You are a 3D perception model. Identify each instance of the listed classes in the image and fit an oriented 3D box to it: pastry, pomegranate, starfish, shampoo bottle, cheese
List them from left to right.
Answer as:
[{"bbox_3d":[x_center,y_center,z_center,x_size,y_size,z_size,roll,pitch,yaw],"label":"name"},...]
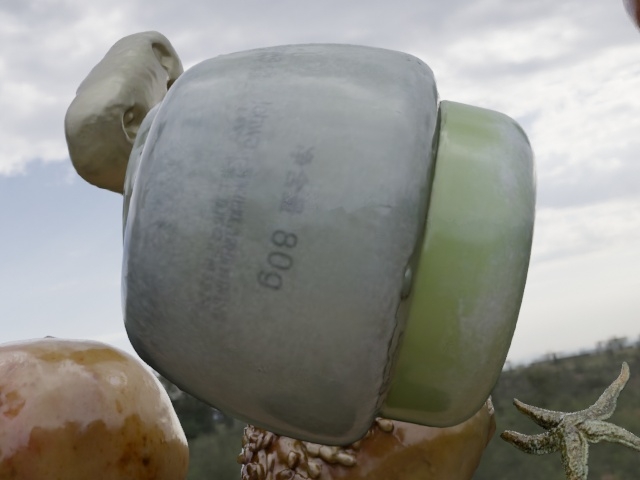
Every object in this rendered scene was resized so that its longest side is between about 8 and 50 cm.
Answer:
[{"bbox_3d":[-0.395,0.313,1.500,0.411,0.412,0.411,-9,-10,-2],"label":"pomegranate"},{"bbox_3d":[-0.286,-0.136,1.650,0.129,0.351,0.328,-10,22,18],"label":"cheese"},{"bbox_3d":[0.000,0.000,0.831,0.317,0.323,0.322,11,-11,-2],"label":"shampoo bottle"},{"bbox_3d":[0.044,0.259,1.384,0.409,0.245,0.409,-43,12,12],"label":"pastry"},{"bbox_3d":[0.311,0.222,1.210,0.223,0.050,0.217,5,39,44],"label":"starfish"}]

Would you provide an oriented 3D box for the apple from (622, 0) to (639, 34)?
[{"bbox_3d":[0.476,-0.346,1.333,0.162,0.201,0.201,22,-8,6],"label":"apple"}]
